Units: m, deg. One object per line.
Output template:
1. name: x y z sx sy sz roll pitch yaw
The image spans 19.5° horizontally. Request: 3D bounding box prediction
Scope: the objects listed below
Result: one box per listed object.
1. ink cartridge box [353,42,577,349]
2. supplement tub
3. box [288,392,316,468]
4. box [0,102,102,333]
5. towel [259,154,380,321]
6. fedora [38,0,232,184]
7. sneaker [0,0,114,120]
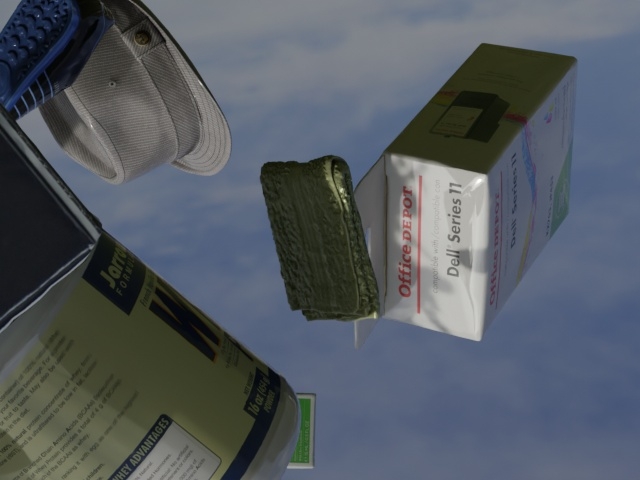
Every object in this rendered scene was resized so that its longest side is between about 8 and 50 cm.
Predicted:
1. ink cartridge box: 0.155 -0.040 1.942 0.119 0.207 0.353 13 -145 22
2. supplement tub: -0.204 0.119 1.519 0.235 0.325 0.235 -44 -162 18
3. box: -0.052 0.252 2.471 0.087 0.101 0.102 2 173 -4
4. box: -0.443 -0.146 1.203 0.297 0.480 0.472 -39 -152 -6
5. towel: 0.000 0.000 1.593 0.027 0.148 0.110 -24 -166 -39
6. fedora: -0.236 -0.160 2.088 0.124 0.275 0.244 -36 -176 -25
7. sneaker: -0.283 -0.142 1.713 0.232 0.081 0.090 -40 163 20
